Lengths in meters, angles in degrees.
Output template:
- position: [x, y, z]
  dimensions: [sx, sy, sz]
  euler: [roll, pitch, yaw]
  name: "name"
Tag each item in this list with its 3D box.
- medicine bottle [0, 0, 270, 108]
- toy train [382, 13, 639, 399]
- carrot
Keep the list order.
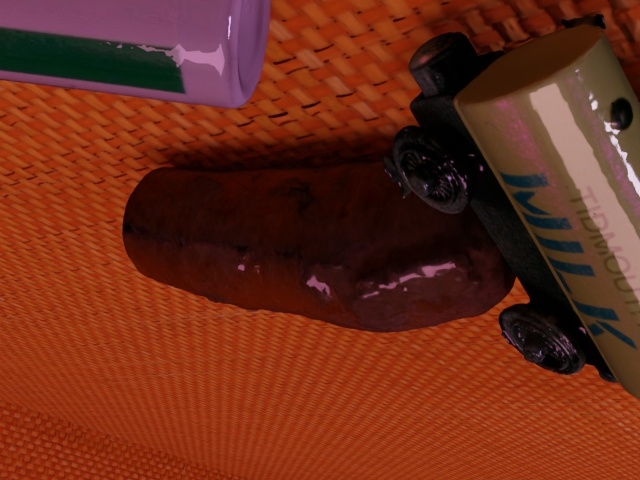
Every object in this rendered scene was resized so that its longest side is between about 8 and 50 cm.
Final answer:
- position: [-0.161, -0.131, 0.434]
  dimensions: [0.260, 0.095, 0.095]
  euler: [7, 156, 4]
  name: "medicine bottle"
- position: [0.147, -0.011, 0.454]
  dimensions: [0.253, 0.105, 0.157]
  euler: [55, 160, -18]
  name: "toy train"
- position: [0.000, 0.000, 0.627]
  dimensions: [0.302, 0.138, 0.138]
  euler: [5, 157, 28]
  name: "carrot"
